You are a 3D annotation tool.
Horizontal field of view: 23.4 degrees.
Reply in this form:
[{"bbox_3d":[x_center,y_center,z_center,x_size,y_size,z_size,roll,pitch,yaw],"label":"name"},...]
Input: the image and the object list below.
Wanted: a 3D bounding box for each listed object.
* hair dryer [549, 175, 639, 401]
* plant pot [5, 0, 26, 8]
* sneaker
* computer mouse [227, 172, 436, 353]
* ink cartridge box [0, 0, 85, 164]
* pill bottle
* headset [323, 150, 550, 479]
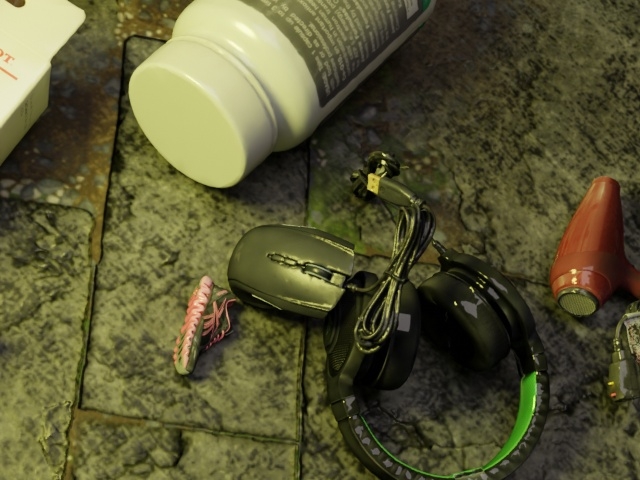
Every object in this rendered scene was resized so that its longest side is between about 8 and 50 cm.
[{"bbox_3d":[0.374,0.059,1.864,0.223,0.080,0.294,-6,69,-37],"label":"hair dryer"},{"bbox_3d":[-0.455,-0.317,1.820,0.236,0.032,0.236,8,60,-13],"label":"plant pot"},{"bbox_3d":[-0.123,0.098,1.696,0.057,0.047,0.119,25,59,-16],"label":"sneaker"},{"bbox_3d":[0.000,0.000,1.662,0.060,0.262,0.184,33,80,-46],"label":"computer mouse"},{"bbox_3d":[-0.432,-0.148,1.662,0.207,0.119,0.353,34,67,2],"label":"ink cartridge box"},{"bbox_3d":[-0.042,-0.234,1.801,0.204,0.204,0.361,40,58,7],"label":"pill bottle"},{"bbox_3d":[0.107,0.092,1.737,0.243,0.185,0.394,-10,81,-17],"label":"headset"}]
